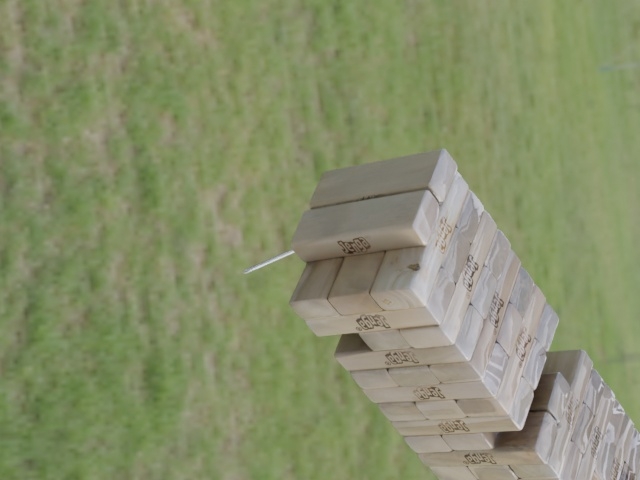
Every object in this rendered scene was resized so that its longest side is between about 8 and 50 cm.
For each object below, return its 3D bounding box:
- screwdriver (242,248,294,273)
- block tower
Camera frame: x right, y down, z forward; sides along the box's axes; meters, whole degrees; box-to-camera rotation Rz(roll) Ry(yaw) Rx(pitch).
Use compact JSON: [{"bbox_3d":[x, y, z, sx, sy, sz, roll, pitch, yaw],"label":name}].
[{"bbox_3d":[0.000,0.000,1.438,0.025,0.170,0.024,-118,-177,-68],"label":"screwdriver"},{"bbox_3d":[0.107,0.094,0.889,0.335,0.097,0.091,50,49,-33],"label":"block tower"}]
